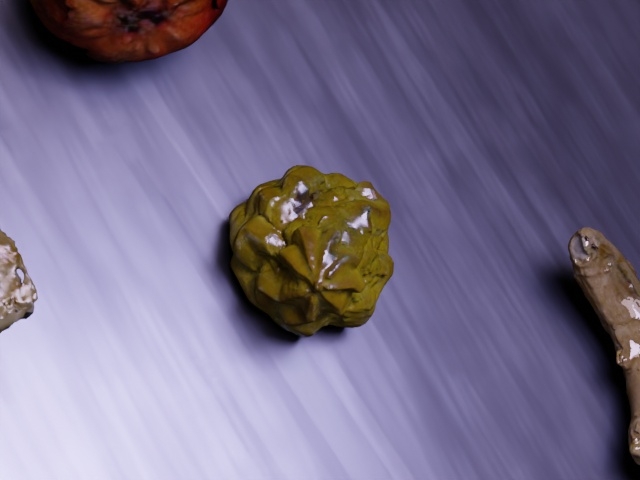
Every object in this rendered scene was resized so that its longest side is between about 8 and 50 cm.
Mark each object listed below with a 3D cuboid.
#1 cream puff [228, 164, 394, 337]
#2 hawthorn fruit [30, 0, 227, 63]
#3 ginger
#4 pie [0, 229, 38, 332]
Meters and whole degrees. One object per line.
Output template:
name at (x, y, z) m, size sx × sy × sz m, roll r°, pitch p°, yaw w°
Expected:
cream puff at (0.000, 0.000, 1.528) m, size 0.146 × 0.116 × 0.146 m, roll 7°, pitch 68°, yaw -19°
hawthorn fruit at (-0.155, -0.226, 1.536) m, size 0.173 × 0.173 × 0.179 m, roll -32°, pitch 58°, yaw -32°
ginger at (0.297, 0.137, 1.625) m, size 0.148 × 0.081 × 0.334 m, roll -25°, pitch 82°, yaw -36°
pie at (-0.343, 0.060, 1.365) m, size 0.282 × 0.068 × 0.128 m, roll -20°, pitch 71°, yaw -24°
